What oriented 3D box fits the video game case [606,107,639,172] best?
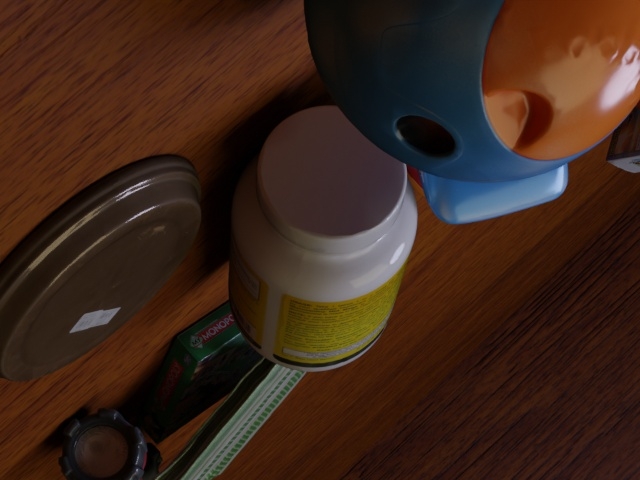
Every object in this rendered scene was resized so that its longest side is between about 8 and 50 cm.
[{"bbox_3d":[0.533,-0.240,2.140,0.244,0.061,0.269,-6,-115,67],"label":"video game case"}]

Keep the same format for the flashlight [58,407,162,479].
[{"bbox_3d":[-0.254,0.282,1.830,0.304,0.103,0.103,99,-5,-72],"label":"flashlight"}]

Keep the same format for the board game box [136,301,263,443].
[{"bbox_3d":[-0.086,0.119,1.930,0.317,0.046,0.213,-33,163,-38],"label":"board game box"}]

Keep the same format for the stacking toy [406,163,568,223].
[{"bbox_3d":[0.121,-0.113,1.605,0.166,0.175,0.302,-13,-174,-19],"label":"stacking toy"}]

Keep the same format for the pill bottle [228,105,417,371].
[{"bbox_3d":[0.000,0.000,1.539,0.188,0.188,0.334,-39,165,-18],"label":"pill bottle"}]

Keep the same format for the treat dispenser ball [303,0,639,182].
[{"bbox_3d":[0.130,-0.189,1.165,0.288,0.288,0.288,-41,165,-13],"label":"treat dispenser ball"}]

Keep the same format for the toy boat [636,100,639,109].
[{"bbox_3d":[0.437,-0.246,2.121,0.231,0.151,0.151,-45,166,3],"label":"toy boat"}]

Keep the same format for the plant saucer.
[{"bbox_3d":[-0.209,0.034,1.367,0.278,0.041,0.278,-42,166,-12],"label":"plant saucer"}]

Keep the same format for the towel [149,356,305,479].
[{"bbox_3d":[-0.105,0.225,1.923,0.248,0.038,0.325,-49,171,5],"label":"towel"}]
